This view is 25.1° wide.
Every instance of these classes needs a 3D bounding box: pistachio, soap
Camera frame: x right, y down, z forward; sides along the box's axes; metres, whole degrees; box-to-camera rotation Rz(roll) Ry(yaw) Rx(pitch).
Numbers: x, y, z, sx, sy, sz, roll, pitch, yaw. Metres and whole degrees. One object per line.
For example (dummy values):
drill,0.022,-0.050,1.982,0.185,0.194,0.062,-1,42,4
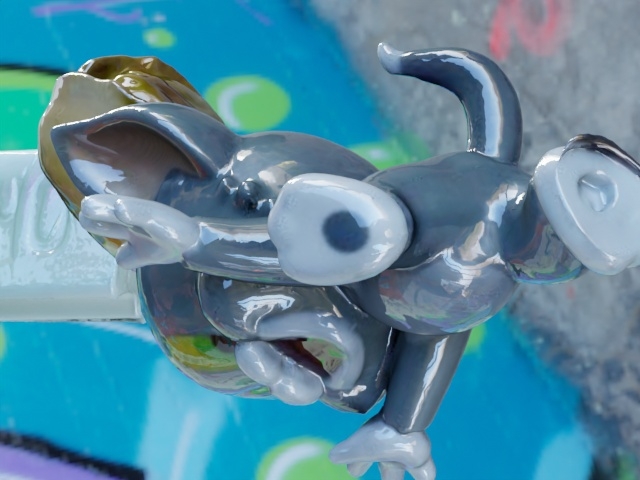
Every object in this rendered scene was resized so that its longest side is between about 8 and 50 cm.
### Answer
pistachio,-0.105,-0.038,0.989,0.210,0.130,0.165,49,155,8
soap,-0.281,-0.006,1.322,0.094,0.261,0.150,60,-148,-59

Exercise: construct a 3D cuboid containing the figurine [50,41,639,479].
figurine,0.003,-0.005,0.578,0.265,0.193,0.140,-35,36,44
